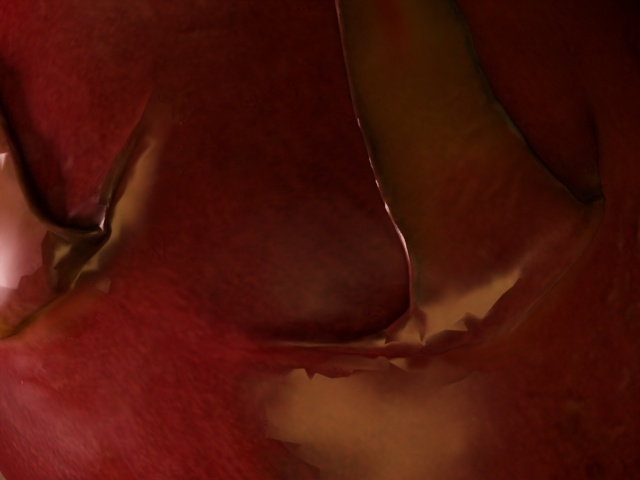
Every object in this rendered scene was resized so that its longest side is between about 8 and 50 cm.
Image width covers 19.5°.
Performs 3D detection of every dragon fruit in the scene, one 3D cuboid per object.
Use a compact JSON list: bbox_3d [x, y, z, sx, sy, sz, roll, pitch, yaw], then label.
[{"bbox_3d":[0.002,0.003,0.517,0.250,0.250,0.315,-27,125,14],"label":"dragon fruit"}]
